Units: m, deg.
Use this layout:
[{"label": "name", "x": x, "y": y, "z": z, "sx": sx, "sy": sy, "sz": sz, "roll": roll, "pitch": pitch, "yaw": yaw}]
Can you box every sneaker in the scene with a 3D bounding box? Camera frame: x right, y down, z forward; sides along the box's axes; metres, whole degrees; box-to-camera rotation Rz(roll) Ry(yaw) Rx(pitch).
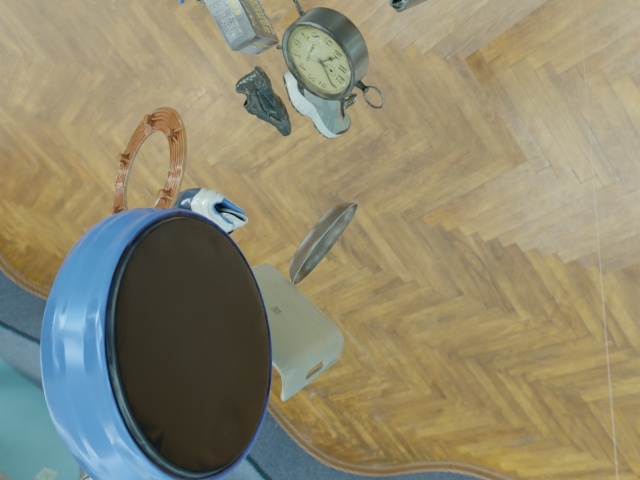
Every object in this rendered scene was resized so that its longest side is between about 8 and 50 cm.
[{"label": "sneaker", "x": -0.201, "y": -0.483, "z": 1.767, "sx": 0.130, "sy": 0.109, "sz": 0.286, "roll": -25, "pitch": 132, "yaw": 11}, {"label": "sneaker", "x": -0.302, "y": -0.006, "z": 1.392, "sx": 0.237, "sy": 0.130, "sz": 0.322, "roll": -2, "pitch": 129, "yaw": 22}, {"label": "sneaker", "x": 0.020, "y": -0.318, "z": 1.141, "sx": 0.108, "sy": 0.271, "sz": 0.100, "roll": -19, "pitch": 74, "yaw": 21}]

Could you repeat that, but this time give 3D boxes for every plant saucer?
[{"label": "plant saucer", "x": 0.000, "y": 0.000, "z": 1.474, "sx": 0.050, "sy": 0.310, "sz": 0.310, "roll": 38, "pitch": 129, "yaw": 7}]

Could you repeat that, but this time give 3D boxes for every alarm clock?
[{"label": "alarm clock", "x": 0.024, "y": -0.267, "z": 0.738, "sx": 0.192, "sy": 0.064, "sz": 0.129, "roll": 43, "pitch": 154, "yaw": -2}]

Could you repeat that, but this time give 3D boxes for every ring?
[{"label": "ring", "x": -0.412, "y": -0.153, "z": 1.141, "sx": 0.337, "sy": 0.032, "sz": 0.336, "roll": -12, "pitch": 72, "yaw": 42}]

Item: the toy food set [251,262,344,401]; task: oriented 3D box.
[{"label": "toy food set", "x": -0.115, "y": 0.184, "z": 1.073, "sx": 0.306, "sy": 0.220, "sz": 0.092, "roll": 40, "pitch": 121, "yaw": 20}]

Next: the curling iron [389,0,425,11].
[{"label": "curling iron", "x": 0.142, "y": -0.300, "z": 0.573, "sx": 0.068, "sy": 0.274, "sz": 0.035, "roll": 21, "pitch": 127, "yaw": 23}]

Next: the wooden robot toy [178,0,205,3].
[{"label": "wooden robot toy", "x": -0.236, "y": -0.548, "z": 1.045, "sx": 0.174, "sy": 0.079, "sz": 0.076, "roll": 1, "pitch": 151, "yaw": -22}]

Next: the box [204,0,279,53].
[{"label": "box", "x": -0.168, "y": -0.456, "z": 0.881, "sx": 0.056, "sy": 0.183, "sz": 0.231, "roll": -25, "pitch": 103, "yaw": 15}]

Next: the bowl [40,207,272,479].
[{"label": "bowl", "x": -0.184, "y": 0.139, "z": 0.676, "sx": 0.077, "sy": 0.391, "sz": 0.390, "roll": -13, "pitch": 113, "yaw": 21}]

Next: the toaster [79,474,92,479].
[{"label": "toaster", "x": -0.532, "y": 0.653, "z": 1.279, "sx": 0.227, "sy": 0.129, "sz": 0.146, "roll": -30, "pitch": 91, "yaw": 13}]

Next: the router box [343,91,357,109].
[{"label": "router box", "x": 0.047, "y": -0.483, "z": 1.643, "sx": 0.123, "sy": 0.092, "sz": 0.038, "roll": 28, "pitch": 135, "yaw": 17}]
